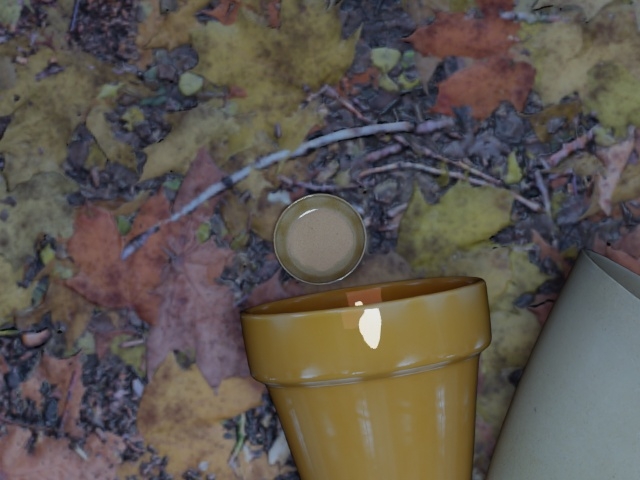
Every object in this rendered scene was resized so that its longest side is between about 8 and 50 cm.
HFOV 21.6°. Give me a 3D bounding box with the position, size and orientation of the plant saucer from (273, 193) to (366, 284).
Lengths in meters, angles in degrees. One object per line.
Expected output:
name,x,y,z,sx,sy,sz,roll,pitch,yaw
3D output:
plant saucer,0.000,0.000,1.505,0.083,0.015,0.083,-1,78,5

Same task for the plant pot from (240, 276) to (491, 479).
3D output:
plant pot,0.047,0.137,1.390,0.205,0.205,0.188,-8,93,4

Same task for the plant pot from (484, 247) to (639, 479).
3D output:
plant pot,0.241,0.190,1.342,0.256,0.256,0.274,34,99,12
